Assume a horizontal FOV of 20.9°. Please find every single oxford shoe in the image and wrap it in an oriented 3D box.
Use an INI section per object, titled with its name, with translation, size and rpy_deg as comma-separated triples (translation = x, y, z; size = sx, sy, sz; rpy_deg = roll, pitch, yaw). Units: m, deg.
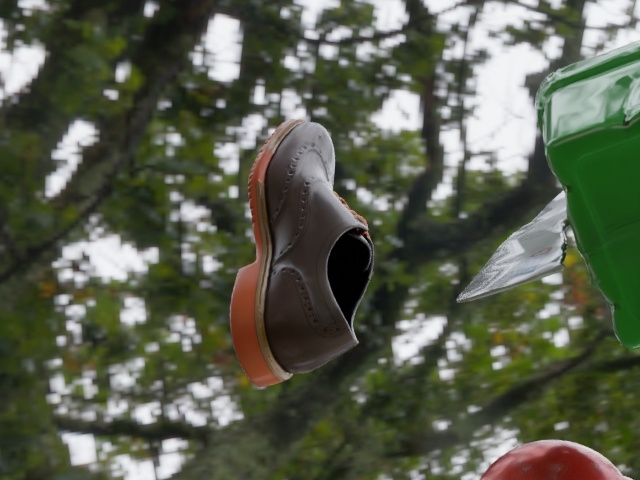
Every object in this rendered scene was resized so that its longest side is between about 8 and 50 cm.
[oxford shoe]
translation = 0.000, 0.000, 1.356
size = 0.098, 0.097, 0.271
rpy_deg = -15, -137, 19

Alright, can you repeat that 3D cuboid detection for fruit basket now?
[fruit basket]
translation = 0.264, -0.051, 0.923
size = 0.327, 0.353, 0.165
rpy_deg = -20, -90, 23

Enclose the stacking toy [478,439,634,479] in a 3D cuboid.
[stacking toy]
translation = 0.183, 0.191, 0.981
size = 0.141, 0.330, 0.141
rpy_deg = -13, -118, 25
